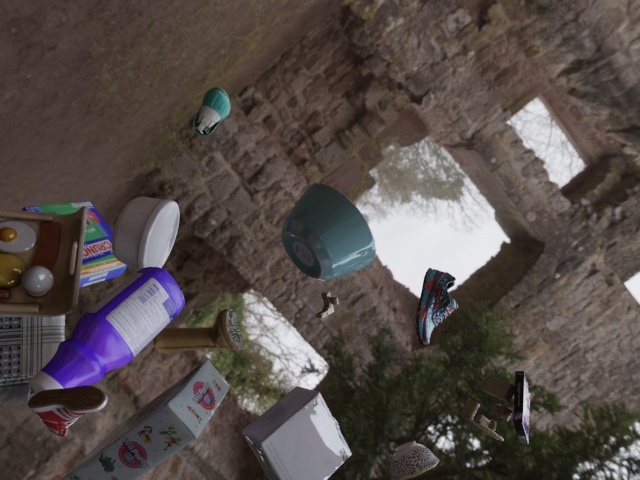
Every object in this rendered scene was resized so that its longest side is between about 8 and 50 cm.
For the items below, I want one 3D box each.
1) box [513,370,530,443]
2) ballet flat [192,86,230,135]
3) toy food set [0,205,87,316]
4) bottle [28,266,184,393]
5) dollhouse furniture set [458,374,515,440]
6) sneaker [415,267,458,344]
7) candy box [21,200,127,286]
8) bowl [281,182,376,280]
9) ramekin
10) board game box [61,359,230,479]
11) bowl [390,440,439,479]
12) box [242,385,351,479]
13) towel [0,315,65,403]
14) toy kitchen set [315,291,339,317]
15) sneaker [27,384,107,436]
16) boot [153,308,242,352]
[{"bbox_3d":[0.576,0.475,1.241,0.029,0.116,0.162,-4,-142,32],"label":"box"},{"bbox_3d":[-0.334,-0.371,1.308,0.247,0.083,0.087,-14,-131,65],"label":"ballet flat"},{"bbox_3d":[-0.597,0.017,0.773,0.092,0.306,0.220,-40,-129,49],"label":"toy food set"},{"bbox_3d":[-0.378,0.169,0.791,0.092,0.118,0.283,-1,-146,34],"label":"bottle"},{"bbox_3d":[0.548,0.521,1.337,0.151,0.123,0.144,-55,-170,-12],"label":"dollhouse furniture set"},{"bbox_3d":[0.381,0.216,1.412,0.104,0.125,0.262,62,42,-64],"label":"sneaker"},{"bbox_3d":[-0.923,0.012,1.632,0.122,0.317,0.268,-43,170,26],"label":"candy box"},{"bbox_3d":[0.000,0.000,1.320,0.163,0.312,0.311,-38,-172,-28],"label":"bowl"},{"bbox_3d":[-0.595,-0.024,1.478,0.273,0.127,0.273,-163,-90,-90],"label":"ramekin"},{"bbox_3d":[-0.378,0.427,0.978,0.303,0.097,0.224,-37,-177,10],"label":"board game box"},{"bbox_3d":[0.294,0.713,1.424,0.170,0.080,0.170,-21,161,-8],"label":"bowl"},{"bbox_3d":[-0.055,0.480,1.032,0.182,0.181,0.119,-31,-173,-32],"label":"box"},{"bbox_3d":[-0.756,0.205,0.980,0.312,0.324,0.056,4,165,-34],"label":"towel"},{"bbox_3d":[0.023,0.254,1.713,0.068,0.083,0.075,-6,-169,45],"label":"toy kitchen set"},{"bbox_3d":[-0.356,0.250,0.633,0.118,0.067,0.042,-4,-149,11],"label":"sneaker"},{"bbox_3d":[-0.399,0.296,1.373,0.236,0.269,0.089,89,1,-50],"label":"boot"}]
